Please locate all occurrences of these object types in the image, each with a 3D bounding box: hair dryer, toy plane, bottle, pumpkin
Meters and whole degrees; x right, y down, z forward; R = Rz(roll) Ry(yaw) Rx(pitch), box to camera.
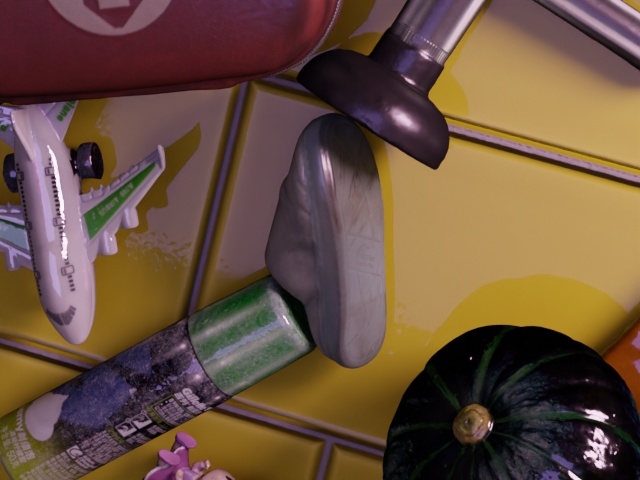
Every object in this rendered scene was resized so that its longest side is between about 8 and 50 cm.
[{"bbox_3d":[0.185,-0.172,1.633,0.284,0.156,0.320,43,97,11],"label":"hair dryer"},{"bbox_3d":[-0.257,-0.025,1.767,0.251,0.101,0.255,-9,103,12],"label":"toy plane"},{"bbox_3d":[-0.162,0.143,1.786,0.330,0.093,0.093,-28,95,14],"label":"bottle"},{"bbox_3d":[0.193,0.212,1.672,0.248,0.248,0.248,2,102,10],"label":"pumpkin"}]

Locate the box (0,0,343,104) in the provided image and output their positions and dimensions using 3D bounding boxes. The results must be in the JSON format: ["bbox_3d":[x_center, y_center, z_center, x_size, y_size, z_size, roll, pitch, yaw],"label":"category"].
[{"bbox_3d":[-0.180,-0.258,1.633,0.404,0.108,0.263,-5,108,12],"label":"box"}]

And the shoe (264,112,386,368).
[{"bbox_3d":[0.000,0.000,1.720,0.100,0.103,0.251,4,112,32],"label":"shoe"}]

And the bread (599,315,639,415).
[{"bbox_3d":[0.357,0.071,1.697,0.088,0.049,0.226,45,105,0],"label":"bread"}]

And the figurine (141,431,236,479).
[{"bbox_3d":[-0.106,0.279,1.807,0.156,0.095,0.115,32,137,12],"label":"figurine"}]
